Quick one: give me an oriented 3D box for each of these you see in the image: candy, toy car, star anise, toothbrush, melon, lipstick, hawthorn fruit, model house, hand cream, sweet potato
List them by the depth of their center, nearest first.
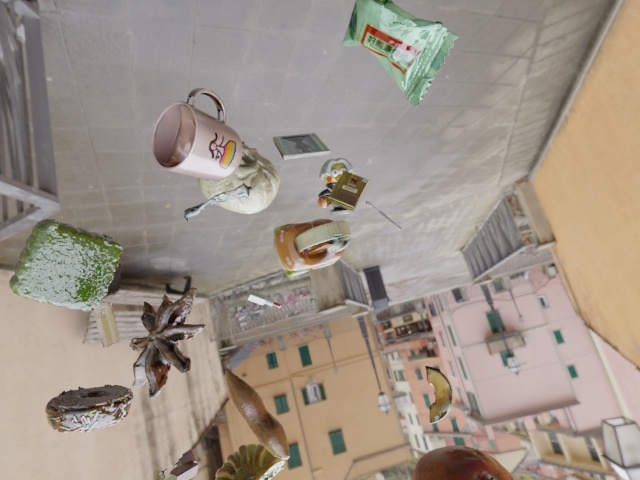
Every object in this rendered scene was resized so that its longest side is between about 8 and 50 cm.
[{"bbox_3d":[-0.134,0.355,0.825,0.051,0.218,0.065,-28,151,-36],"label":"sweet potato"},{"bbox_3d":[-0.307,0.511,0.901,0.058,0.057,0.083,-44,157,23],"label":"model house"},{"bbox_3d":[-0.396,0.245,1.015,0.288,0.288,0.088,-22,151,25],"label":"star anise"},{"bbox_3d":[0.386,0.664,1.030,0.277,0.277,0.298,-8,138,-23],"label":"hawthorn fruit"},{"bbox_3d":[0.000,0.000,1.135,0.235,0.145,0.235,-17,174,-2],"label":"toy car"},{"bbox_3d":[0.366,0.463,1.209,0.079,0.160,0.128,-11,154,24],"label":"melon"},{"bbox_3d":[0.240,-0.662,1.317,0.172,0.398,0.263,-39,166,-29],"label":"candy"},{"bbox_3d":[-0.349,-0.131,1.373,0.247,0.052,0.075,-24,-170,-1],"label":"hand cream"},{"bbox_3d":[-0.201,0.221,1.468,0.129,0.030,0.030,23,119,-16],"label":"lipstick"},{"bbox_3d":[0.268,-0.108,1.713,0.014,0.194,0.017,-40,162,-36],"label":"toothbrush"}]

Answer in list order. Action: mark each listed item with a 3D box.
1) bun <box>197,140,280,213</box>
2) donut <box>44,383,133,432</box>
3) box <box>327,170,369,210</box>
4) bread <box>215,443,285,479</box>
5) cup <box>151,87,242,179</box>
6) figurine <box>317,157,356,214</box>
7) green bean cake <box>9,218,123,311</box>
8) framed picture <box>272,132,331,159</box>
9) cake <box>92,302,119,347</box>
[{"bbox_3d":[-0.342,-0.281,1.678,0.359,0.360,0.211,-3,135,-37],"label":"bun"},{"bbox_3d":[-0.766,0.558,1.339,0.269,0.103,0.270,0,175,0],"label":"donut"},{"bbox_3d":[0.088,-0.156,1.247,0.090,0.133,0.023,23,145,9],"label":"box"},{"bbox_3d":[-0.285,0.985,1.588,0.333,0.333,0.160,-11,144,-14],"label":"bread"},{"bbox_3d":[-0.344,-0.309,1.182,0.191,0.253,0.200,18,-175,32],"label":"cup"},{"bbox_3d":[0.069,-0.231,1.709,0.176,0.236,0.133,-8,-170,-8],"label":"figurine"},{"bbox_3d":[-0.781,0.078,1.243,0.250,0.247,0.156,24,170,-38],"label":"green bean cake"},{"bbox_3d":[-0.065,-0.305,1.285,0.150,0.203,0.015,-9,121,-11],"label":"framed picture"},{"bbox_3d":[-0.597,0.241,1.123,0.052,0.121,0.065,-11,162,-37],"label":"cake"}]
